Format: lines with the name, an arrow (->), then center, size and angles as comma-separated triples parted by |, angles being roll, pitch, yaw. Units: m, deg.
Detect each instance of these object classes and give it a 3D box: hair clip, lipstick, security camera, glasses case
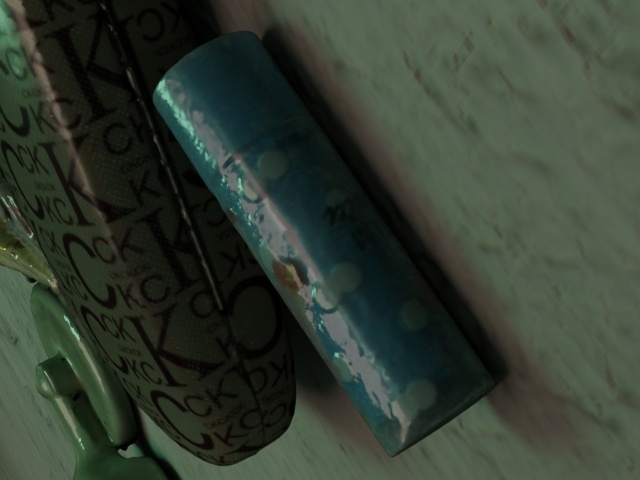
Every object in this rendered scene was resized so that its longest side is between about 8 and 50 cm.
hair clip -> -0.218, 0.001, 0.905 | 0.257, 0.075, 0.146 | 22, 139, 48
lipstick -> 0.000, 0.000, 0.450 | 0.158, 0.048, 0.048 | 56, 158, 11
security camera -> -0.181, 0.176, 1.027 | 0.301, 0.080, 0.157 | 62, 159, 4
glasses case -> -0.099, -0.057, 0.544 | 0.137, 0.085, 0.354 | 22, 137, 56
